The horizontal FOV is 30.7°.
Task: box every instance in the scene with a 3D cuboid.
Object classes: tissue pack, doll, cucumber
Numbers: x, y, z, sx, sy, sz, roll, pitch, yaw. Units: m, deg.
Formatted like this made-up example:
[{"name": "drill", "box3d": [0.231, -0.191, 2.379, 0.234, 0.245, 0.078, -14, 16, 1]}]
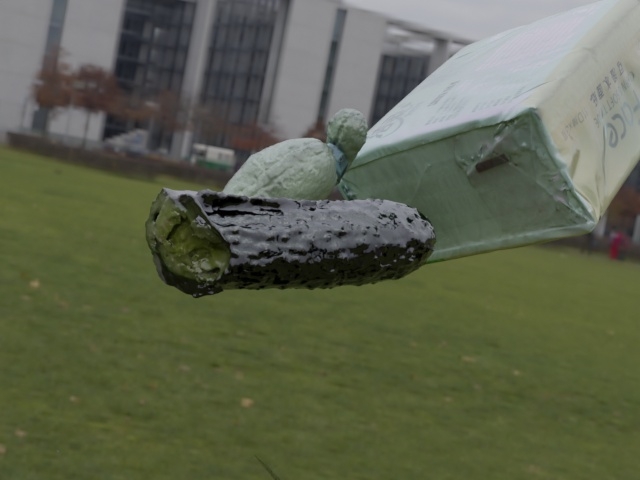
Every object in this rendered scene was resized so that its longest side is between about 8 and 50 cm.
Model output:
[{"name": "tissue pack", "box3d": [0.266, -0.150, 1.595, 0.332, 0.205, 0.405, -15, 21, 41]}, {"name": "doll", "box3d": [-0.041, -0.045, 1.096, 0.071, 0.214, 0.103, 51, -6, 21]}, {"name": "cucumber", "box3d": [0.001, 0.002, 0.769, 0.245, 0.067, 0.067, 0, 9, -43]}]

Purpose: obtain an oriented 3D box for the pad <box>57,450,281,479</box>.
[{"name": "pad", "box3d": [-0.040, 0.221, 0.901, 0.323, 0.055, 0.250, 20, -22, 24]}]
